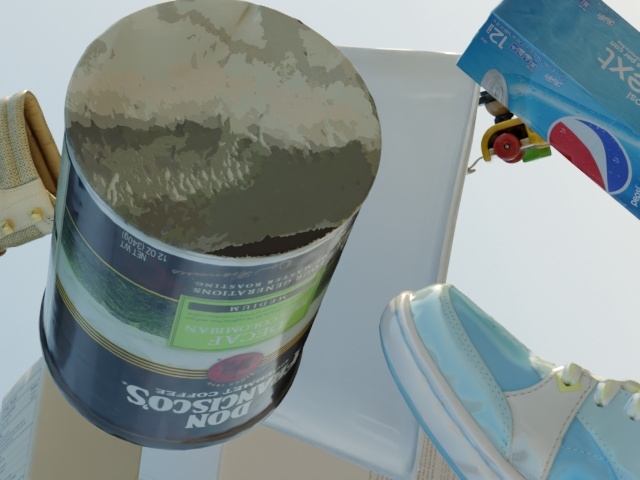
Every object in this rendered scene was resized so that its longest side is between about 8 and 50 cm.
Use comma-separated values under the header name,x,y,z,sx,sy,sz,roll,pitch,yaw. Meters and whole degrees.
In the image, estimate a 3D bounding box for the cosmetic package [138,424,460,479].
name,x,y,z,sx,sy,sz,roll,pitch,yaw
cosmetic package,-0.023,0.255,1.880,0.365,0.197,0.155,7,-89,-35

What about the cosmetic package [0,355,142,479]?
name,x,y,z,sx,sy,sz,roll,pitch,yaw
cosmetic package,-0.253,0.279,1.481,0.113,0.160,0.309,17,-120,-21

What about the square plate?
name,x,y,z,sx,sy,sz,roll,pitch,yaw
square plate,0.000,0.000,1.361,0.049,0.347,0.344,5,-84,-42

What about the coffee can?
name,x,y,z,sx,sy,sz,roll,pitch,yaw
coffee can,-0.086,-0.003,1.078,0.275,0.201,0.202,110,164,-56

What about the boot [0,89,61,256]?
name,x,y,z,sx,sy,sz,roll,pitch,yaw
boot,-0.291,0.022,1.272,0.095,0.203,0.262,28,-132,-80

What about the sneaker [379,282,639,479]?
name,x,y,z,sx,sy,sz,roll,pitch,yaw
sneaker,0.196,0.098,0.856,0.319,0.208,0.127,47,-165,13

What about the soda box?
name,x,y,z,sx,sy,sz,roll,pitch,yaw
soda box,0.196,-0.084,1.018,0.210,0.067,0.071,41,-121,4

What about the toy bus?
name,x,y,z,sx,sy,sz,roll,pitch,yaw
toy bus,0.228,-0.143,1.601,0.202,0.191,0.104,-13,-93,-36
